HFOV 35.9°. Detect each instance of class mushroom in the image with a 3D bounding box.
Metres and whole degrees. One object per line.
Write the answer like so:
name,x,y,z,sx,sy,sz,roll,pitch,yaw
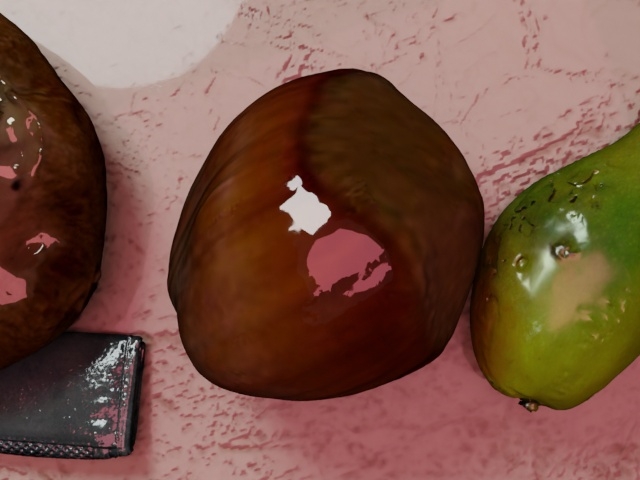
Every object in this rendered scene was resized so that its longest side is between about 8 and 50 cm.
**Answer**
mushroom,-0.284,-0.050,0.636,0.267,0.254,0.267,-11,65,24

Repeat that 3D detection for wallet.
wallet,-0.190,0.109,0.698,0.129,0.026,0.088,2,76,6

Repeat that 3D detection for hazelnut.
hazelnut,0.005,0.005,0.627,0.186,0.210,0.210,6,87,-19

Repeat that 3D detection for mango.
mango,0.181,0.002,0.639,0.125,0.111,0.233,34,91,-1
